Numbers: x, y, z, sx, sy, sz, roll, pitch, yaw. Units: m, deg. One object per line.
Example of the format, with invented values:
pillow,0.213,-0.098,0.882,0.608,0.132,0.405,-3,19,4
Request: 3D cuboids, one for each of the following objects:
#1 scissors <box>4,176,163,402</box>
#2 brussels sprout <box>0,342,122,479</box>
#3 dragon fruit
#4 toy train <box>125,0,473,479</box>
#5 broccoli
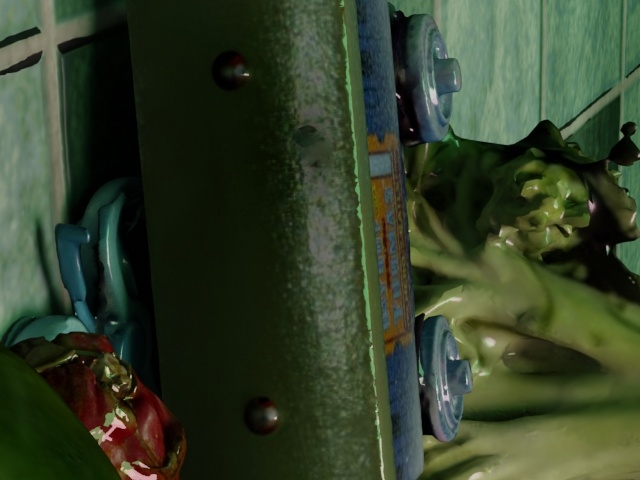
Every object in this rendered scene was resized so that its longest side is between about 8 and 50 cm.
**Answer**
scissors,-0.083,0.146,0.987,0.180,0.032,0.393,-59,146,-44
brussels sprout,-0.149,0.136,0.605,0.244,0.244,0.244,7,90,-67
dragon fruit,-0.112,0.153,0.804,0.125,0.125,0.246,-72,159,-54
toy train,0.000,0.000,0.958,0.202,0.131,0.300,-12,96,-73
broccoli,0.132,0.078,1.154,0.348,0.280,0.293,-51,141,-52
